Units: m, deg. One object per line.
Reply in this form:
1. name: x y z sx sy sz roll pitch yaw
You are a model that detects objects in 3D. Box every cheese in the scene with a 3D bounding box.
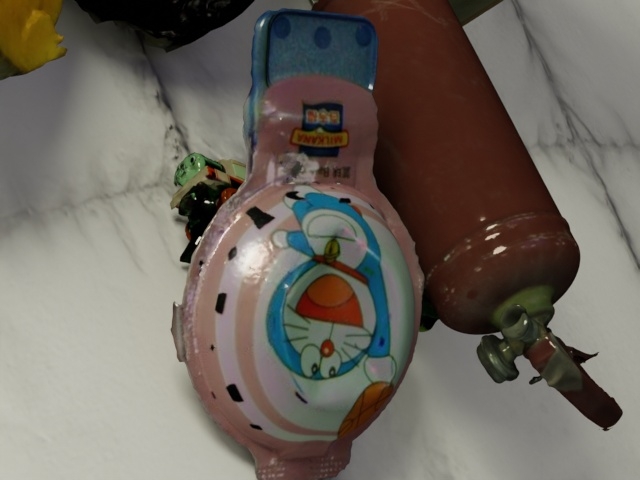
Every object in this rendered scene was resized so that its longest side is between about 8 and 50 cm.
1. cheese: -0.007 0.005 1.048 0.189 0.074 0.286 0 95 -39

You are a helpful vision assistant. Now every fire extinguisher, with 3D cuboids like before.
1. fire extinguisher: 0.107 -0.024 1.173 0.147 0.106 0.337 20 40 -55

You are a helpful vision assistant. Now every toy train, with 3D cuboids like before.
1. toy train: 0.000 0.000 1.152 0.250 0.053 0.085 19 43 -42

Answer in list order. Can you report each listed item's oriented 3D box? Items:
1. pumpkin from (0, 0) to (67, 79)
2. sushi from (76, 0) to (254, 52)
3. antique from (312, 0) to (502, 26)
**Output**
1. pumpkin: -0.199 -0.231 0.926 0.222 0.139 0.317 61 34 -73
2. sushi: -0.093 -0.251 1.094 0.213 0.204 0.200 -5 64 -57
3. antique: 0.071 -0.239 1.332 0.148 0.147 0.152 -8 72 -54
